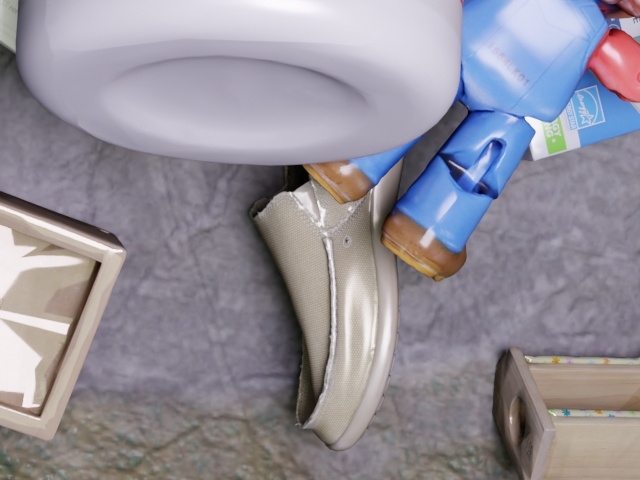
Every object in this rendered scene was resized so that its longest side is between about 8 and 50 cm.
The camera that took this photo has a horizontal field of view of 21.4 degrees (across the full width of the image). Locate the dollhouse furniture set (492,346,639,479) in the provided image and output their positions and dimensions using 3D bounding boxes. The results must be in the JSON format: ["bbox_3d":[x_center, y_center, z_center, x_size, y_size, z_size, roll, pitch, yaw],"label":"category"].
[{"bbox_3d":[0.210,0.163,1.174,0.182,0.101,0.161,2,122,-13],"label":"dollhouse furniture set"}]

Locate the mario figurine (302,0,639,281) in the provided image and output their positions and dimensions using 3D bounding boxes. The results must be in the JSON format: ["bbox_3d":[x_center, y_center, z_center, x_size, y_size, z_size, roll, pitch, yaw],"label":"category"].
[{"bbox_3d":[0.134,-0.130,1.021,0.320,0.170,0.198,-46,133,4],"label":"mario figurine"}]

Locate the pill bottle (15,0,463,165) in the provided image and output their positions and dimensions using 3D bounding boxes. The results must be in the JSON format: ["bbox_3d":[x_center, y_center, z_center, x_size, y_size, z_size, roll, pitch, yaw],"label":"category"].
[{"bbox_3d":[-0.034,-0.263,0.909,0.229,0.229,0.407,6,74,-13],"label":"pill bottle"}]

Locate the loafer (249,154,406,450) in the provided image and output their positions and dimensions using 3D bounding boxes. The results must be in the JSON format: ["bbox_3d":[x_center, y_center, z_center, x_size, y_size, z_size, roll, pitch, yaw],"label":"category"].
[{"bbox_3d":[0.000,0.000,1.089,0.092,0.102,0.268,4,88,-11],"label":"loafer"}]

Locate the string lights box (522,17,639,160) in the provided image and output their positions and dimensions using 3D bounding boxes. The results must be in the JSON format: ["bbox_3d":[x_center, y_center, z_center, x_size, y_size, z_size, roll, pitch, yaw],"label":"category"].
[{"bbox_3d":[0.233,-0.152,1.121,0.260,0.077,0.133,-17,99,-9],"label":"string lights box"}]

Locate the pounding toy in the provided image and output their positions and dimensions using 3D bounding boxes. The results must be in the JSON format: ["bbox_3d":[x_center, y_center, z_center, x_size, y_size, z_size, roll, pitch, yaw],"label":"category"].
[{"bbox_3d":[-0.251,0.048,1.040,0.206,0.094,0.181,21,93,-14],"label":"pounding toy"}]

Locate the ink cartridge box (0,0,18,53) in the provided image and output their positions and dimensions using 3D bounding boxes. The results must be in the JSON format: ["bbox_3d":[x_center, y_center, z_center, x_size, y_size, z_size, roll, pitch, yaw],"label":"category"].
[{"bbox_3d":[-0.166,-0.187,1.026,0.092,0.090,0.143,34,90,-15],"label":"ink cartridge box"}]
